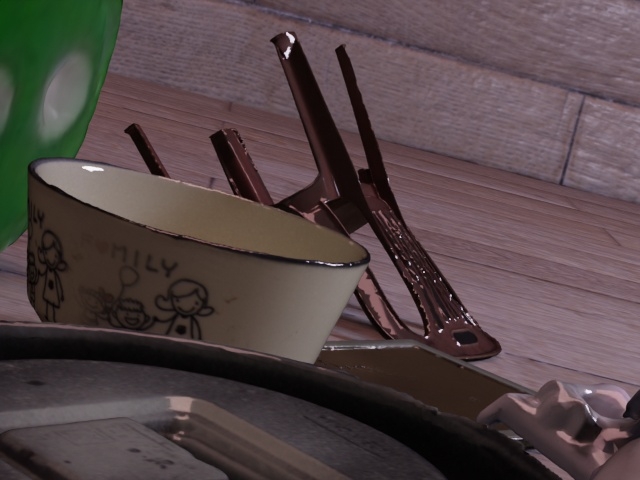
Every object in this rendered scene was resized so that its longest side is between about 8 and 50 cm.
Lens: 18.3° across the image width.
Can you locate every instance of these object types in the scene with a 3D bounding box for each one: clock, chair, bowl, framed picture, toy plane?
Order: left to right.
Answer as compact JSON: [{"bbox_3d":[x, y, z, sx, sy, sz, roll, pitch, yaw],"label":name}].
[{"bbox_3d":[-0.073,0.125,0.845,0.386,0.076,0.386,9,12,-2],"label":"clock"},{"bbox_3d":[-0.092,0.036,1.324,0.238,0.126,0.238,14,8,-2],"label":"bowl"},{"bbox_3d":[0.000,0.000,1.763,0.175,0.183,0.326,1,60,-60],"label":"chair"},{"bbox_3d":[0.066,0.113,1.459,0.216,0.016,0.273,22,12,39],"label":"framed picture"},{"bbox_3d":[0.188,0.158,1.016,0.267,0.122,0.267,27,20,-10],"label":"toy plane"}]

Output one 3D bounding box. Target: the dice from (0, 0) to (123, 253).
[{"bbox_3d":[-0.342,-0.152,1.492,0.297,0.287,0.300,20,17,17],"label":"dice"}]
